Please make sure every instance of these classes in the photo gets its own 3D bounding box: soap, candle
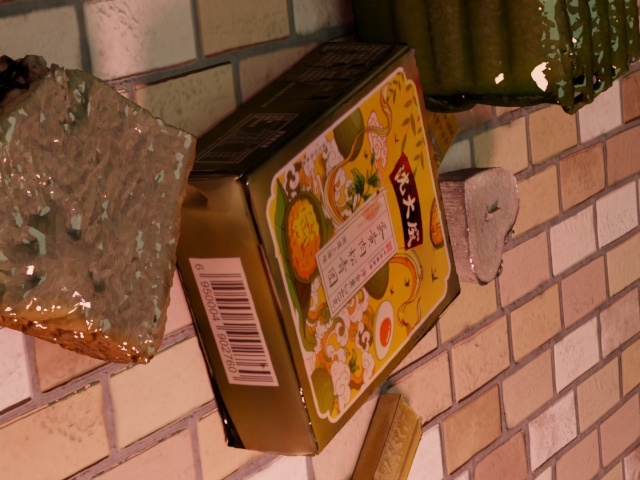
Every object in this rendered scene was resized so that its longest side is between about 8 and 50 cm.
[{"bbox_3d":[0.080,0.338,2.235,0.092,0.037,0.252,52,49,-47],"label":"soap"},{"bbox_3d":[0.224,-0.039,2.401,0.168,0.068,0.192,51,50,-42],"label":"candle"}]

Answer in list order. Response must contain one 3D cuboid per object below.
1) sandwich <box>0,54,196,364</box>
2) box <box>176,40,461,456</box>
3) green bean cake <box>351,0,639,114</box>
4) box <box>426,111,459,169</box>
[{"bbox_3d":[-0.268,-0.036,1.582,0.325,0.131,0.262,25,72,-54],"label":"sandwich"},{"bbox_3d":[0.000,0.000,2.000,0.420,0.138,0.373,-42,126,-47],"label":"box"},{"bbox_3d":[0.240,-0.300,2.198,0.335,0.319,0.218,-33,122,-48],"label":"green bean cake"},{"bbox_3d":[0.135,-0.140,2.300,0.193,0.030,0.121,-60,138,-36],"label":"box"}]
